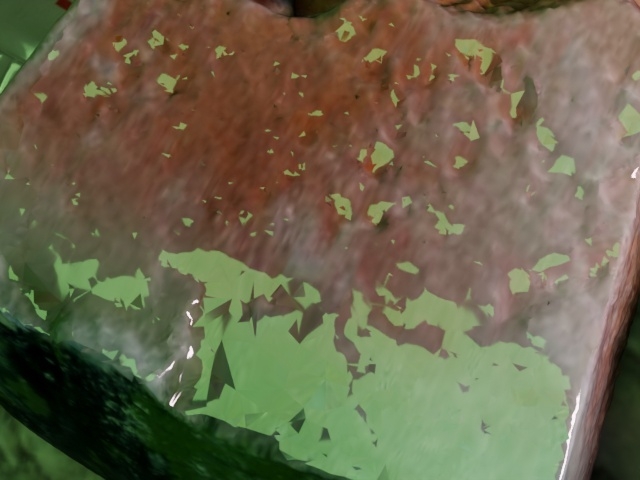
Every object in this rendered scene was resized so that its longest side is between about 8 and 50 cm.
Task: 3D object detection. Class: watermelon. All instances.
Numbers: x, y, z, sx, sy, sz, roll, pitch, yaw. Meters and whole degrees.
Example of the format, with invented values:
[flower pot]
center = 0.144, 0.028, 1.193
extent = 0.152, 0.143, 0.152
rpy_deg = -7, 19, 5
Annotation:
[watermelon]
center = -0.006, 0.006, 0.616
extent = 0.264, 0.151, 0.302
rpy_deg = 19, 96, 16

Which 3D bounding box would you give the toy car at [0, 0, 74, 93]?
[toy car]
center = -0.118, -0.071, 0.688
extent = 0.089, 0.108, 0.210
rpy_deg = 30, 98, 18
